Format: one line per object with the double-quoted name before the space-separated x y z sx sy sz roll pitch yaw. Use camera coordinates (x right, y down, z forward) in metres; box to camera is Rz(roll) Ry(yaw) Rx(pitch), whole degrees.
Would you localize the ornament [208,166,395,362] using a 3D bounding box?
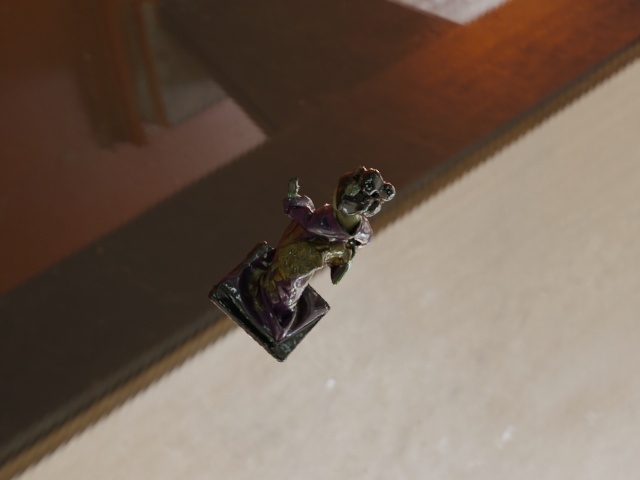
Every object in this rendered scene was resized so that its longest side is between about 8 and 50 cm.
"ornament" -0.008 -0.004 1.236 0.088 0.081 0.203 -48 173 -39
